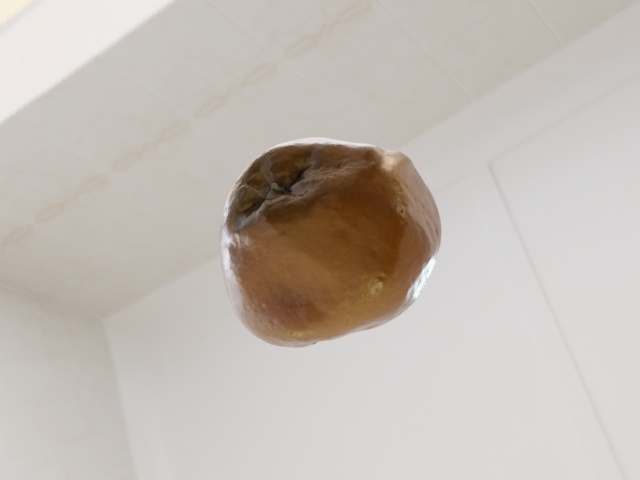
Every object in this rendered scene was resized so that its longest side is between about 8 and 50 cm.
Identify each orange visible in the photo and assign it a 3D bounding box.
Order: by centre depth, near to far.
[{"bbox_3d":[0.000,0.000,1.079,0.249,0.183,0.249,-27,-136,30],"label":"orange"}]
